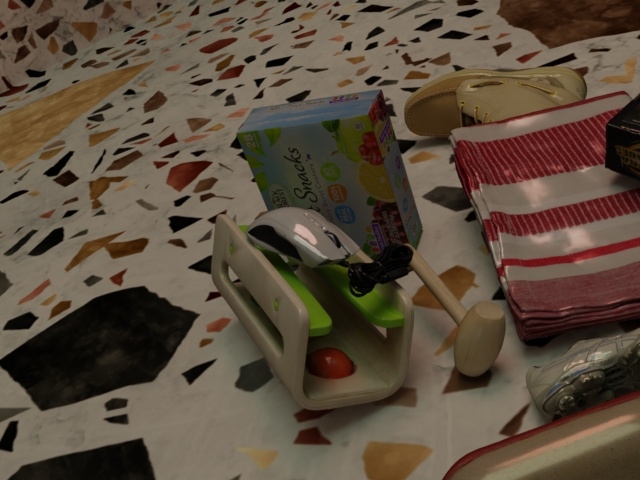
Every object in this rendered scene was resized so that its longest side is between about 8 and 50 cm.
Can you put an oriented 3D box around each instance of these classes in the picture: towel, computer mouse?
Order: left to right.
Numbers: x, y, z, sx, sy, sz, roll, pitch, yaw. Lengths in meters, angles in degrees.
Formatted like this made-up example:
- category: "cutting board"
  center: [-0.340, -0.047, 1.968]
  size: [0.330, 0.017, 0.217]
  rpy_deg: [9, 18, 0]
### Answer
- category: "computer mouse"
  center: [0.000, 0.000, 0.907]
  size: [0.193, 0.042, 0.106]
  rpy_deg: [22, 27, 34]
- category: "towel"
  center: [0.289, -0.045, 0.971]
  size: [0.237, 0.037, 0.329]
  rpy_deg: [-13, 45, 2]

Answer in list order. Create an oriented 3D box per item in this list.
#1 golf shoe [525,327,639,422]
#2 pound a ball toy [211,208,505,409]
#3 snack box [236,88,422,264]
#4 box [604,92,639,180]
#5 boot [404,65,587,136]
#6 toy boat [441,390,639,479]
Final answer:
- category: "golf shoe"
  center: [0.270, 0.105, 0.808]
  size: [0.176, 0.069, 0.086]
  rpy_deg: [-23, 25, -6]
- category: "pound a ball toy"
  center: [0.025, 0.078, 0.959]
  size: [0.208, 0.135, 0.319]
  rpy_deg: [-4, 24, -24]
- category: "snack box"
  center: [0.015, -0.072, 1.089]
  size: [0.174, 0.207, 0.070]
  rpy_deg: [-4, 35, 24]
- category: "box"
  center: [0.507, -0.132, 0.927]
  size: [0.295, 0.073, 0.293]
  rpy_deg: [26, 54, 39]
- category: "boot"
  center: [0.226, -0.150, 1.206]
  size: [0.262, 0.095, 0.203]
  rpy_deg: [-2, 37, 21]
- category: "toy boat"
  center: [0.197, 0.197, 0.663]
  size: [0.231, 0.151, 0.151]
  rpy_deg: [-20, 2, 1]
